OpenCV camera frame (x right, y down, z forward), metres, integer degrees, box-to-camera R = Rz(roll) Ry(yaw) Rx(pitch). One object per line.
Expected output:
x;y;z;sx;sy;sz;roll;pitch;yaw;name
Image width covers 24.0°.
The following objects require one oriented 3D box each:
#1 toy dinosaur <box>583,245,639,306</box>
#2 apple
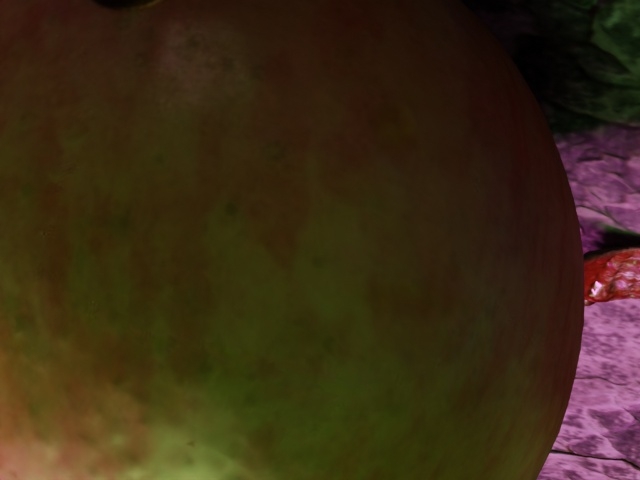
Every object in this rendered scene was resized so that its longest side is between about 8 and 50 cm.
0.275;0.077;0.971;0.327;0.113;0.206;29;154;-19;toy dinosaur
-0.058;0.021;0.796;0.391;0.347;0.391;11;160;4;apple
